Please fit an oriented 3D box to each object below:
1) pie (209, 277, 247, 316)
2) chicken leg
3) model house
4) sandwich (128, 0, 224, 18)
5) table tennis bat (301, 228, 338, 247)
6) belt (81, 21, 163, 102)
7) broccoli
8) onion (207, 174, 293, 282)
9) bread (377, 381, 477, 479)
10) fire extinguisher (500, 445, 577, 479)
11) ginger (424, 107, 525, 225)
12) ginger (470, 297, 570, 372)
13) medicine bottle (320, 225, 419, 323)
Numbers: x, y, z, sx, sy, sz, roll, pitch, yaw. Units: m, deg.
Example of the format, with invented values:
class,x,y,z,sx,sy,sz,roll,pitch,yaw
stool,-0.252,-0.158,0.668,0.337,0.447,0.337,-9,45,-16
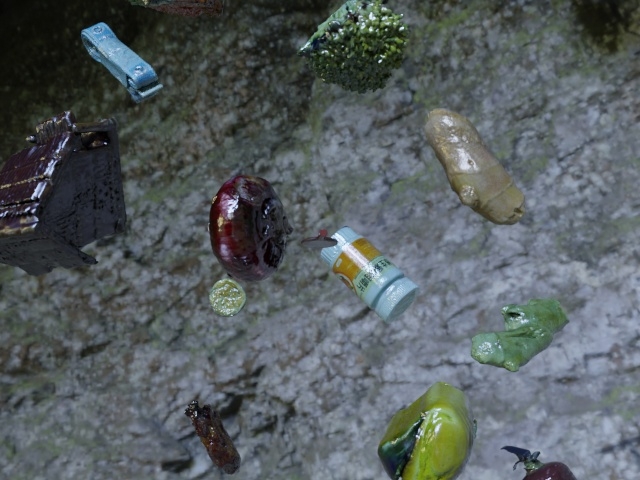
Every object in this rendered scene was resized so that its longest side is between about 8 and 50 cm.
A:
class,x,y,z,sx,sy,sz,roll,pitch,yaw
pie,-0.200,0.123,1.412,0.084,0.084,0.021,-15,-6,1
chicken leg,-0.244,0.468,1.546,0.063,0.234,0.105,-27,9,5
model house,-0.558,-0.072,1.261,0.317,0.297,0.282,-4,21,25
sandwich,-0.276,-0.540,1.269,0.109,0.292,0.212,-6,-10,39
table tennis bat,0.000,0.000,1.712,0.098,0.019,0.155,1,-15,-5
belt,-0.493,-0.441,1.628,0.072,0.302,0.087,-31,-31,-26
broccoli,0.100,-0.404,1.332,0.273,0.180,0.242,-47,15,-20
onion,-0.215,-0.030,1.853,0.232,0.314,0.314,-7,-20,13
bread,0.294,0.519,1.727,0.251,0.208,0.376,-44,-13,8
fire extinguisher,0.475,0.539,1.263,0.114,0.337,0.135,-25,-18,-24
ginger,0.376,-0.183,1.645,0.190,0.354,0.126,-23,-17,-31
ginger,0.464,0.215,1.537,0.290,0.137,0.089,-36,-19,-35
medicine bottle,0.154,0.106,2.130,0.158,0.318,0.158,-38,-25,-21
